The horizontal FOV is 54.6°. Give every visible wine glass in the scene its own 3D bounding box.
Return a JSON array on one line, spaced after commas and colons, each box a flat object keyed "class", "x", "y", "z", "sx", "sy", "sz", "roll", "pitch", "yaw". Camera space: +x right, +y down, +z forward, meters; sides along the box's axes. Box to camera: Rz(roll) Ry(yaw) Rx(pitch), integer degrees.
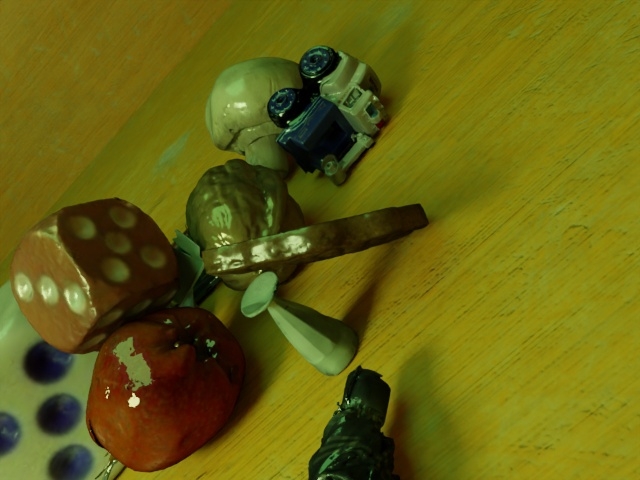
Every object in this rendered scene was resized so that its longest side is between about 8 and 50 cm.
[{"class": "wine glass", "x": -0.024, "y": 0.104, "z": 0.788, "sx": 0.073, "sy": 0.155, "sz": 0.073, "roll": -32, "pitch": 34, "yaw": 24}]

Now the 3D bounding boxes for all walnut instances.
[{"class": "walnut", "x": -0.122, "y": -0.025, "z": 1.019, "sx": 0.198, "sy": 0.198, "sz": 0.245, "roll": -41, "pitch": 40, "yaw": 16}]

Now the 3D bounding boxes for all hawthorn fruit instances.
[{"class": "hawthorn fruit", "x": -0.244, "y": 0.237, "z": 0.901, "sx": 0.299, "sy": 0.211, "sz": 0.211, "roll": -56, "pitch": 29, "yaw": 13}]

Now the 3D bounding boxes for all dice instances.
[{"class": "dice", "x": -0.332, "y": 0.055, "z": 0.926, "sx": 0.174, "sy": 0.179, "sz": 0.175, "roll": -45, "pitch": -9, "yaw": 31}, {"class": "dice", "x": -0.471, "y": 0.255, "z": 1.075, "sx": 0.304, "sy": 0.304, "sz": 0.277, "roll": -58, "pitch": 30, "yaw": -12}]

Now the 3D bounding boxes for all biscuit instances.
[{"class": "biscuit", "x": 0.000, "y": 0.002, "z": 0.804, "sx": 0.273, "sy": 0.049, "sz": 0.257, "roll": -14, "pitch": -1, "yaw": 17}]

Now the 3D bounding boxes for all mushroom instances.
[{"class": "mushroom", "x": -0.109, "y": -0.234, "z": 1.241, "sx": 0.254, "sy": 0.234, "sz": 0.260, "roll": -16, "pitch": -2, "yaw": 23}]

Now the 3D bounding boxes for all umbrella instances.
[{"class": "umbrella", "x": 0.027, "y": 0.284, "z": 0.579, "sx": 0.128, "sy": 0.154, "sz": 0.337, "roll": 7, "pitch": 34, "yaw": 12}]

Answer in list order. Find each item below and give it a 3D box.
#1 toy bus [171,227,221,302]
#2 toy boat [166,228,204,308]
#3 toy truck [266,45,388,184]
[{"class": "toy bus", "x": -0.249, "y": 0.044, "z": 1.200, "sx": 0.265, "sy": 0.121, "sz": 0.120, "roll": -43, "pitch": 23, "yaw": 15}, {"class": "toy boat", "x": -0.251, "y": 0.079, "z": 1.028, "sx": 0.067, "sy": 0.220, "sz": 0.291, "roll": -34, "pitch": -11, "yaw": -35}, {"class": "toy truck", "x": 0.026, "y": -0.220, "z": 1.099, "sx": 0.177, "sy": 0.161, "sz": 0.213, "roll": 35, "pitch": 86, "yaw": 40}]
